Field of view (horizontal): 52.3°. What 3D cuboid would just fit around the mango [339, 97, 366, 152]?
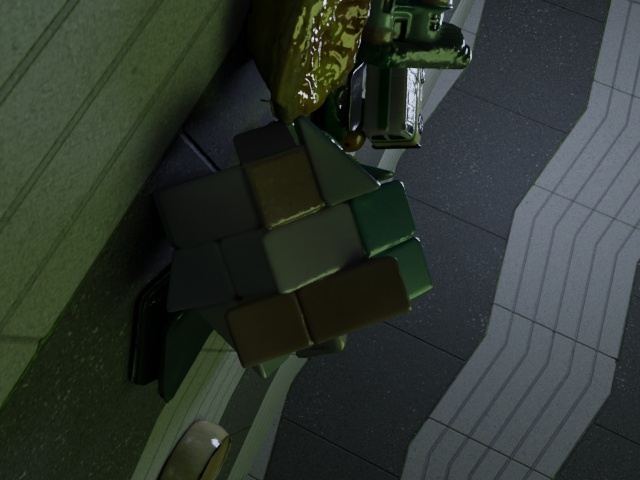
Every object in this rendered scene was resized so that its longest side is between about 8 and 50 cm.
[{"bbox_3d":[0.092,-0.326,1.824,0.111,0.089,0.163,-93,-163,-88],"label":"mango"}]

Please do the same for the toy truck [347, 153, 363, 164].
[{"bbox_3d":[0.078,-0.195,2.106,0.100,0.077,0.169,-45,166,-25],"label":"toy truck"}]

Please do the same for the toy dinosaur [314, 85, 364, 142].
[{"bbox_3d":[0.013,-0.245,1.592,0.301,0.087,0.447,-68,166,7],"label":"toy dinosaur"}]

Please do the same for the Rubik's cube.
[{"bbox_3d":[-0.037,-0.005,1.024,0.387,0.368,0.358,-36,111,-60],"label":"Rubik's cube"}]

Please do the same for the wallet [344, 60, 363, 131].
[{"bbox_3d":[0.079,-0.330,1.508,0.082,0.018,0.157,-52,151,-45],"label":"wallet"}]

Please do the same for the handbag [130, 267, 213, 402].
[{"bbox_3d":[-0.240,0.132,1.200,0.260,0.079,0.248,-54,165,-49],"label":"handbag"}]

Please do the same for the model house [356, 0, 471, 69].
[{"bbox_3d":[0.191,-0.536,1.345,0.267,0.194,0.325,-7,119,-28],"label":"model house"}]

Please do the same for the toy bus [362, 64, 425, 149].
[{"bbox_3d":[0.195,-0.413,1.765,0.179,0.143,0.306,13,80,-68],"label":"toy bus"}]

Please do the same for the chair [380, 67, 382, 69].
[{"bbox_3d":[0.162,-0.536,1.583,0.095,0.104,0.222,-115,-147,-57],"label":"chair"}]

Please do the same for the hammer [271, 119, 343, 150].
[{"bbox_3d":[-0.053,-0.178,1.386,0.207,0.118,0.335,-64,163,-8],"label":"hammer"}]

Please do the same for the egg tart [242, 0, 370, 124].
[{"bbox_3d":[-0.020,-0.352,1.024,0.341,0.132,0.341,-61,168,-22],"label":"egg tart"}]

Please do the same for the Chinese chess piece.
[{"bbox_3d":[-0.343,0.619,1.775,0.257,0.104,0.257,-61,169,-20],"label":"Chinese chess piece"}]
